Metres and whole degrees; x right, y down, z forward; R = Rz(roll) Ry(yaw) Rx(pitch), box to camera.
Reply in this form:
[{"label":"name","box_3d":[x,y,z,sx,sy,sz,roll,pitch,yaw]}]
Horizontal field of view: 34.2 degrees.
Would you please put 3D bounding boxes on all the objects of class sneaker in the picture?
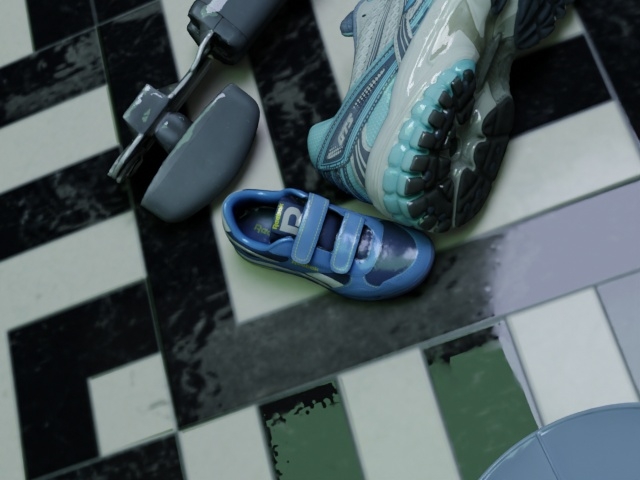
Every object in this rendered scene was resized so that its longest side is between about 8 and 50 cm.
[{"label":"sneaker","box_3d":[0.076,-0.151,0.658,0.122,0.110,0.283,20,79,38]},{"label":"sneaker","box_3d":[0.000,0.000,0.655,0.144,0.059,0.053,10,71,21]}]

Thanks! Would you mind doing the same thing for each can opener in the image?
[{"label":"can opener","box_3d":[-0.045,-0.141,0.733,0.095,0.076,0.283,38,83,-6]}]

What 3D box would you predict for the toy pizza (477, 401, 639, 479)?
[{"label":"toy pizza","box_3d":[0.148,0.173,0.523,0.201,0.032,0.201,-25,39,22]}]
